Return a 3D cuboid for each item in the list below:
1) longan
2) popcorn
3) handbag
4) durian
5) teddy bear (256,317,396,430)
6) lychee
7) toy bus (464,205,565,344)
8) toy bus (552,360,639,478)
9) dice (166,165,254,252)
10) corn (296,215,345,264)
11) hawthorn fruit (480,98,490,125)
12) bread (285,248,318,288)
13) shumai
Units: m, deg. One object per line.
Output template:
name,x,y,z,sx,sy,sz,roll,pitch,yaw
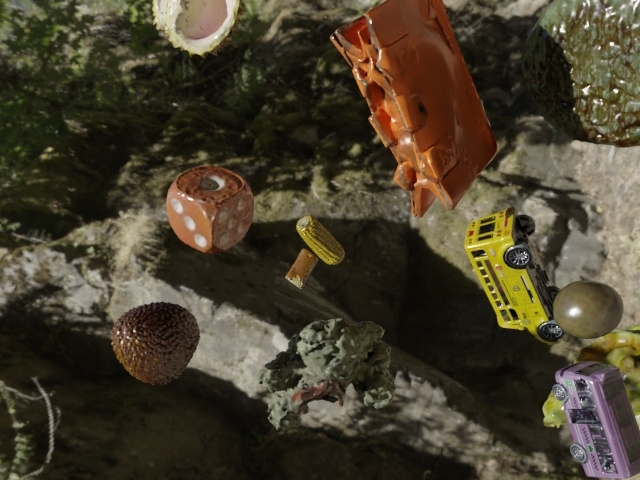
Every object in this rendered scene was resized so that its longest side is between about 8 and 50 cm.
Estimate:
longan,0.448,0.111,0.931,0.119,0.106,0.106,-29,-40,-49
popcorn,0.696,0.344,1.239,0.335,0.279,0.274,-48,-22,-13
handbag,0.210,-0.290,1.136,0.303,0.116,0.410,-46,-64,-42
durian,-0.223,-0.468,1.024,0.138,0.183,0.249,-93,9,-59
teddy bear,0.015,0.313,1.382,0.367,0.357,0.224,89,170,-64
lychee,-0.368,0.224,1.253,0.194,0.194,0.194,16,-90,-85
toy bus,0.464,0.094,1.312,0.331,0.151,0.145,59,-147,-22
toy bus,0.464,0.292,0.918,0.098,0.087,0.178,-32,71,61
dice,-0.295,-0.084,1.498,0.175,0.174,0.179,-42,-29,-42
corn,0.000,0.000,0.802,0.092,0.037,0.037,48,-133,-36
hawthorn fruit,0.370,-0.325,1.664,0.210,0.266,0.230,40,-142,-65
bread,-0.041,0.063,1.253,0.083,0.047,0.036,-59,-8,-12
shumai,0.676,-0.412,1.203,0.348,0.395,0.395,-30,-29,-28
